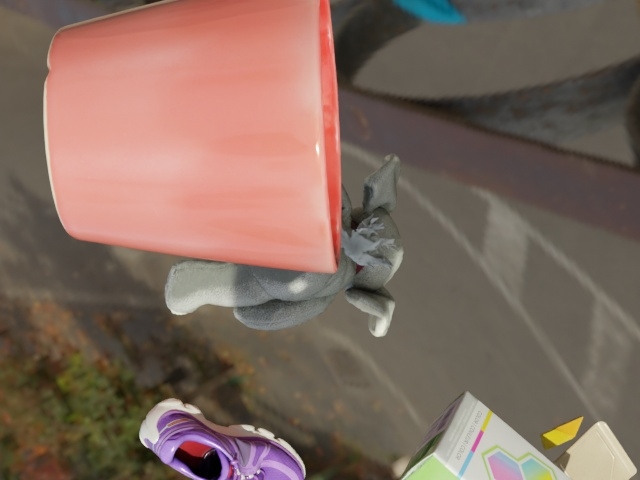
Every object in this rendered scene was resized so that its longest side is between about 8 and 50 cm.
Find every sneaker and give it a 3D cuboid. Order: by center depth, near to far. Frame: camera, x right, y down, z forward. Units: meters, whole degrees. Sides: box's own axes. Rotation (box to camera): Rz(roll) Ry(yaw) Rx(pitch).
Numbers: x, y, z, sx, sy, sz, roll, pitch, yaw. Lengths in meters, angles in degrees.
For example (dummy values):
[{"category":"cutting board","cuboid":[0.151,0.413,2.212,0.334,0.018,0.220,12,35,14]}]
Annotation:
[{"category":"sneaker","cuboid":[-0.083,0.199,1.337,0.068,0.170,0.071,-57,34,13]}]

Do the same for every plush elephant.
[{"category":"plush elephant","cuboid":[0.000,0.000,2.079,0.330,0.255,0.272,10,88,28]}]

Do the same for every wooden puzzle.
[{"category":"wooden puzzle","cuboid":[0.259,0.217,1.462,0.116,0.078,0.014,62,164,-11]}]

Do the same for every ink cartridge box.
[{"category":"ink cartridge box","cuboid":[0.175,0.242,1.353,0.209,0.109,0.062,41,124,-1]}]

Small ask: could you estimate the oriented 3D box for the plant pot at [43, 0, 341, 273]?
[{"category":"plant pot","cuboid":[-0.109,-0.103,1.381,0.275,0.243,0.275,-2,-90,-86]}]
